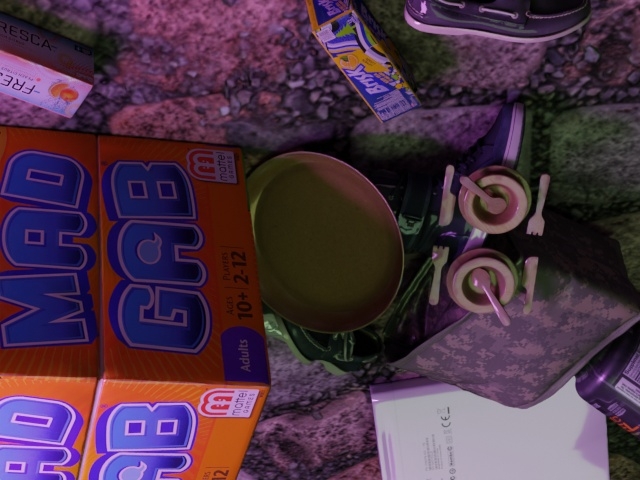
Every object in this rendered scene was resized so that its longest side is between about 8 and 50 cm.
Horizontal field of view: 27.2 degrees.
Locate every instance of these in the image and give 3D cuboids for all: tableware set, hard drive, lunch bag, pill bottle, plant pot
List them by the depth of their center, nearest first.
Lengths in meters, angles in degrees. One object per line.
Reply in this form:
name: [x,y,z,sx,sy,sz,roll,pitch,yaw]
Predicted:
tableware set: [0.200,0.006,1.576,0.128,0.039,0.194,5,114,1]
plant pot: [0.000,0.000,1.630,0.236,0.032,0.236,11,114,24]
lunch bag: [0.247,0.097,1.781,0.235,0.169,0.287,21,127,-29]
pill bottle: [0.463,0.210,1.931,0.246,0.130,0.130,35,130,0]
hard drive: [0.265,0.306,2.052,0.353,0.047,0.233,-8,112,0]

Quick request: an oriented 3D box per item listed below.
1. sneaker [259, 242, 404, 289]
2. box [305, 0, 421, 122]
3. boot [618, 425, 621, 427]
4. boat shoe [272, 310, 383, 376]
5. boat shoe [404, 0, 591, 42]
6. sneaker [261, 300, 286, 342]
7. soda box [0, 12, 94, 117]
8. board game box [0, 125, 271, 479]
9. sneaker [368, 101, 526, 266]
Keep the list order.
sneaker: [0.018,0.032,1.739,0.209,0.069,0.082,5,134,-17]
box: [0.049,-0.208,1.468,0.054,0.059,0.169,-25,137,16]
boot: [0.512,0.216,2.045,0.161,0.083,0.246,-11,139,11]
boat shoe: [0.014,0.128,1.802,0.079,0.095,0.254,-24,152,15]
boat shoe: [0.195,-0.261,1.424,0.206,0.075,0.065,0,142,-4]
sneaker: [-0.075,0.104,1.826,0.061,0.053,0.152,-18,139,35]
soda box: [-0.334,-0.197,1.405,0.183,0.063,0.058,20,132,-30]
board game box: [-0.283,0.122,1.562,0.356,0.356,0.356,4,138,-15]
sneaker: [0.148,-0.083,1.614,0.163,0.086,0.226,21,109,0]
